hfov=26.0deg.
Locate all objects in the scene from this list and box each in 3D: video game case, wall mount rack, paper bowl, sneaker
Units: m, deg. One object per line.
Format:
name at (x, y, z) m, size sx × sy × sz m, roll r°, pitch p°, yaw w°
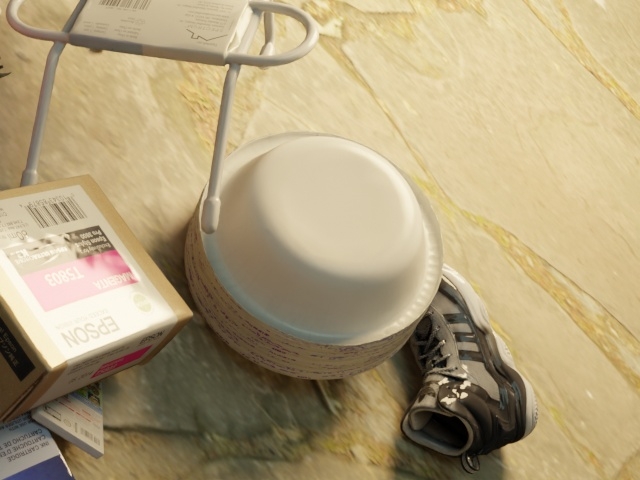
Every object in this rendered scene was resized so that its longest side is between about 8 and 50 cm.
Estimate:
video game case at (-0.246, 0.146, 1.351) m, size 0.087 × 0.011 × 0.122 m, roll 41°, pitch 23°, yaw -34°
wall mount rack at (-0.184, -0.168, 1.515) m, size 0.350 × 0.130 × 0.304 m, roll 8°, pitch 46°, yaw 9°
paper bowl at (0.000, 0.000, 1.537) m, size 0.284 × 0.148 × 0.284 m, roll 9°, pitch 55°, yaw -14°
sneaker at (0.139, 0.143, 1.625) m, size 0.153 × 0.101 × 0.268 m, roll -31°, pitch 85°, yaw -48°

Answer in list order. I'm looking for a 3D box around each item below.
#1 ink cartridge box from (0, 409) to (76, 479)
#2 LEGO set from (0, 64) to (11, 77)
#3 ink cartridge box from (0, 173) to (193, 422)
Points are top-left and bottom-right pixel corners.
ink cartridge box at (-0.348, 0.180, 1.262) m, size 0.186 × 0.065 × 0.311 m, roll -21°, pitch 77°, yaw -43°
LEGO set at (-0.373, -0.186, 1.519) m, size 0.054 × 0.023 × 0.083 m, roll 39°, pitch 59°, yaw 1°
ink cartridge box at (-0.261, 0.046, 1.330) m, size 0.193 × 0.088 × 0.235 m, roll 52°, pitch 28°, yaw 10°
